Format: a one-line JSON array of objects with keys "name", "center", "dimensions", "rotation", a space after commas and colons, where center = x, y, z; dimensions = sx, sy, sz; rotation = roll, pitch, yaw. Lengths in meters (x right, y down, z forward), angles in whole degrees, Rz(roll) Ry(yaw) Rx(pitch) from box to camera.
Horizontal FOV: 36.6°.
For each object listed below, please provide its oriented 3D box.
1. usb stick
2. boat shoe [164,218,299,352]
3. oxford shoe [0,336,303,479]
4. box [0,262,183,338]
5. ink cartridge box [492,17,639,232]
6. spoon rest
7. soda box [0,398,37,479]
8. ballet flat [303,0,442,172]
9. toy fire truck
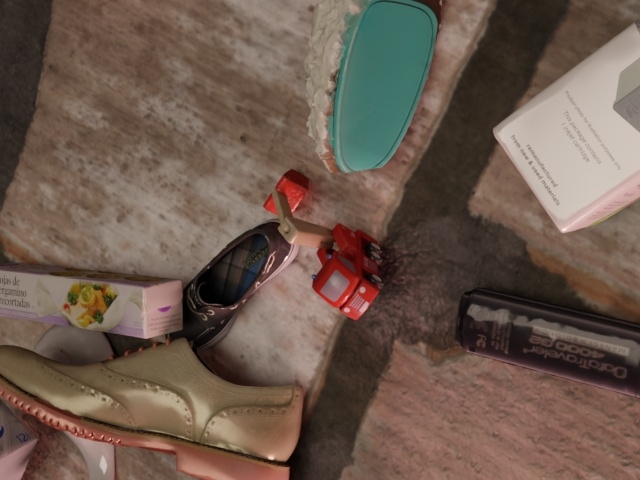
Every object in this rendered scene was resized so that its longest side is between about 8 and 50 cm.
[{"name": "usb stick", "center": [0.274, 0.110, 0.983], "dimensions": [0.278, 0.045, 0.077], "rotation": [13, 106, 24]}, {"name": "boat shoe", "center": [-0.119, 0.060, 1.146], "dimensions": [0.228, 0.076, 0.080], "rotation": [-40, 78, 22]}, {"name": "oxford shoe", "center": [-0.211, 0.179, 1.156], "dimensions": [0.396, 0.140, 0.147], "rotation": [17, 81, 3]}, {"name": "box", "center": [-0.308, 0.071, 1.210], "dimensions": [0.324, 0.067, 0.063], "rotation": [4, 97, 37]}, {"name": "ink cartridge box", "center": [0.315, -0.130, 0.858], "dimensions": [0.273, 0.198, 0.115], "rotation": [-37, 78, 23]}, {"name": "spoon rest", "center": [-0.318, 0.240, 1.266], "dimensions": [0.137, 0.084, 0.276], "rotation": [-14, 75, 24]}, {"name": "soda box", "center": [-0.478, 0.341, 1.293], "dimensions": [0.091, 0.098, 0.286], "rotation": [41, 125, 17]}, {"name": "ballet flat", "center": [0.061, -0.274, 1.024], "dimensions": [0.147, 0.147, 0.409], "rotation": [19, 99, 23]}, {"name": "toy fire truck", "center": [0.000, 0.000, 1.052], "dimensions": [0.135, 0.192, 0.047], "rotation": [32, 110, -10]}]
